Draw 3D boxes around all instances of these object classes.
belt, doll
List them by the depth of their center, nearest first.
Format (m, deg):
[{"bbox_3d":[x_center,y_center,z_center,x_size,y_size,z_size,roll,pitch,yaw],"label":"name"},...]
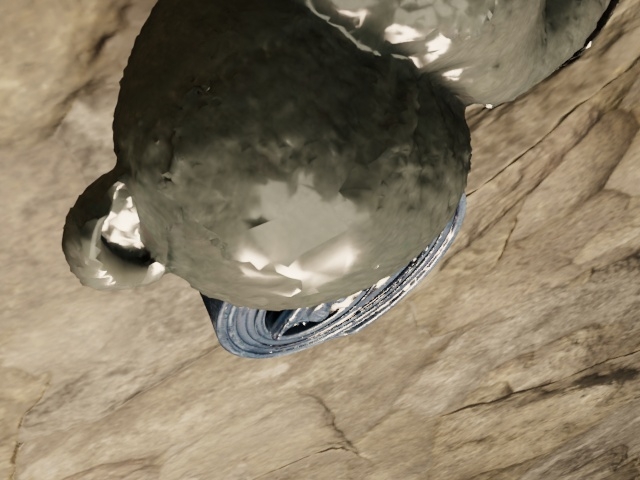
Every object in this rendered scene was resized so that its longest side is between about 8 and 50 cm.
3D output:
[{"bbox_3d":[0.027,-0.126,0.510,0.246,0.158,0.340,13,104,-45],"label":"doll"},{"bbox_3d":[0.000,0.000,0.737,0.141,0.082,0.190,11,133,-44],"label":"belt"}]
